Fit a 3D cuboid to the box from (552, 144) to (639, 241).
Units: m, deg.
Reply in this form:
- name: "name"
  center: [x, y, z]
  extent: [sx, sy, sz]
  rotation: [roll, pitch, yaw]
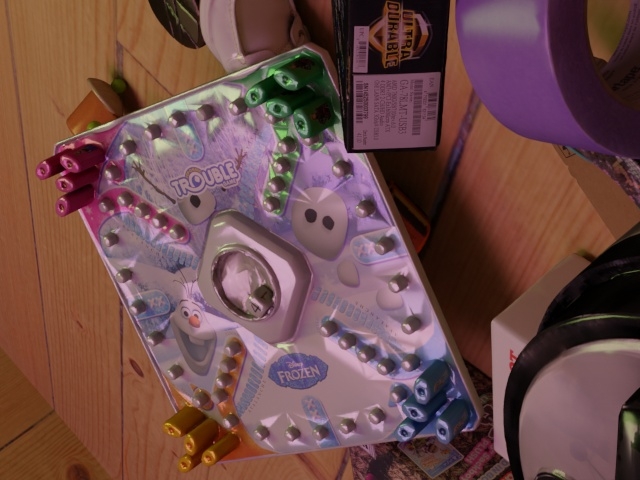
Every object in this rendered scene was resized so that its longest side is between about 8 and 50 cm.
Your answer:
- name: "box"
  center: [0.270, -0.039, 1.029]
  extent: [0.164, 0.021, 0.201]
  rotation: [56, 155, -4]

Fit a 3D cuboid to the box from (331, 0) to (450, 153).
- name: "box"
  center: [0.039, -0.259, 0.900]
  extent: [0.293, 0.073, 0.295]
  rotation: [92, 175, -52]

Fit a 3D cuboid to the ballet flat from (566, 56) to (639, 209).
- name: "ballet flat"
  center: [0.226, -0.069, 0.970]
  extent: [0.221, 0.077, 0.079]
  rotation: [47, 137, 3]

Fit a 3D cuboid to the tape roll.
- name: "tape roll"
  center: [0.178, -0.148, 0.850]
  extent: [0.080, 0.189, 0.189]
  rotation: [17, 137, 52]

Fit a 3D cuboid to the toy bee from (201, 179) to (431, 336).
- name: "toy bee"
  center: [0.000, 0.000, 1.432]
  extent: [0.298, 0.162, 0.195]
  rotation: [-9, 125, 31]

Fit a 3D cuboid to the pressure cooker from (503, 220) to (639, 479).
- name: "pressure cooker"
  center: [0.300, 0.111, 0.693]
  extent: [0.370, 0.420, 0.375]
  rotation: [53, 155, 5]

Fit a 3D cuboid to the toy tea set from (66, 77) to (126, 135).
- name: "toy tea set"
  center: [-0.188, -0.077, 1.732]
  extent: [0.336, 0.124, 0.200]
  rotation: [50, -175, 1]

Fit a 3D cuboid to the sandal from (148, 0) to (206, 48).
- name: "sandal"
  center: [-0.158, -0.287, 1.435]
  extent: [0.219, 0.060, 0.090]
  rotation: [54, 154, 37]

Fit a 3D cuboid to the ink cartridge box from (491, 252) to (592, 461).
- name: "ink cartridge box"
  center: [0.278, 0.167, 1.168]
  extent: [0.273, 0.115, 0.198]
  rotation: [36, 150, 34]

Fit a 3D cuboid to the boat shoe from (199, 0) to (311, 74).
- name: "boat shoe"
  center: [-0.040, -0.170, 1.329]
  extent: [0.096, 0.098, 0.277]
  rotation: [39, 161, 29]

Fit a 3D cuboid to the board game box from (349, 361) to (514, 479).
- name: "board game box"
  center: [0.182, 0.292, 1.470]
  extent: [0.291, 0.141, 0.232]
  rotation: [36, 150, 35]

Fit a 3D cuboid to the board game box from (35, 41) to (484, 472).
- name: "board game box"
  center: [-0.075, 0.043, 1.363]
  extent: [0.390, 0.050, 0.390]
  rotation: [-15, 104, 41]
